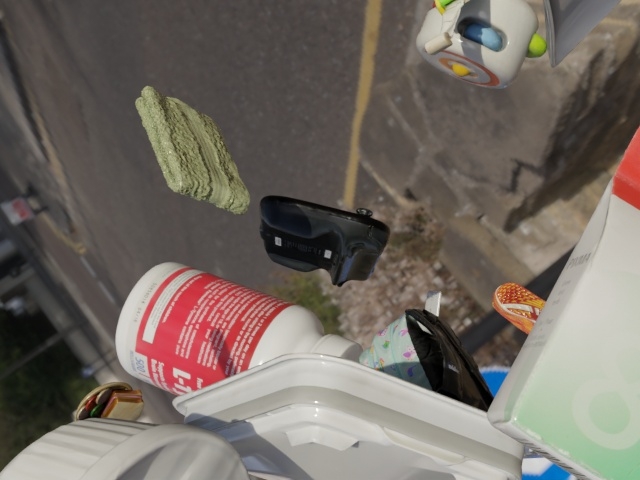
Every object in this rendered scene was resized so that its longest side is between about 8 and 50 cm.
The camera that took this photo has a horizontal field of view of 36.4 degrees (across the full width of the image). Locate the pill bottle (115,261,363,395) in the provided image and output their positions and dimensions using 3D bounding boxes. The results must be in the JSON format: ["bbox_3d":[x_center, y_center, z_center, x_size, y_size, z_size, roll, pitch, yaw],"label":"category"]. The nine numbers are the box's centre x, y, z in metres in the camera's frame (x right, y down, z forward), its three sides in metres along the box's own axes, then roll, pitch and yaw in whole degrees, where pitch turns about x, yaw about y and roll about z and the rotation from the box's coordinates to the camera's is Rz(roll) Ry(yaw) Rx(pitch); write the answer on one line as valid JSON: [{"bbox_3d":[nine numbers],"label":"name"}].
[{"bbox_3d":[-0.140,0.199,1.730,0.407,0.229,0.229,18,146,24],"label":"pill bottle"}]

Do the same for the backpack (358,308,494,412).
[{"bbox_3d":[0.128,0.171,1.162,0.152,0.115,0.182,27,-150,-51],"label":"backpack"}]

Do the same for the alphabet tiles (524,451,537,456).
[{"bbox_3d":[0.334,0.228,1.089,0.284,0.278,0.021,21,-117,-59],"label":"alphabet tiles"}]

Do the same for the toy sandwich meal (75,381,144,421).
[{"bbox_3d":[-0.254,0.205,1.171,0.029,0.085,0.085,46,161,31],"label":"toy sandwich meal"}]

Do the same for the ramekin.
[{"bbox_3d":[-0.183,0.275,0.826,0.127,0.273,0.273,12,140,31],"label":"ramekin"}]

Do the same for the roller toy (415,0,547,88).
[{"bbox_3d":[0.269,-0.356,1.706,0.209,0.146,0.191,22,176,42],"label":"roller toy"}]

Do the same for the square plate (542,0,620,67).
[{"bbox_3d":[0.471,-0.479,1.566,0.049,0.347,0.344,43,-179,22],"label":"square plate"}]

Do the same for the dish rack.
[{"bbox_3d":[0.020,0.211,0.973,0.285,0.072,0.333,25,151,-22],"label":"dish rack"}]

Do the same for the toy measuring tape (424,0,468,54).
[{"bbox_3d":[0.187,-0.410,1.510,0.121,0.330,0.121,11,132,12],"label":"toy measuring tape"}]

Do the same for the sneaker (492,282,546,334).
[{"bbox_3d":[0.339,0.126,1.470,0.175,0.064,0.067,41,169,15],"label":"sneaker"}]

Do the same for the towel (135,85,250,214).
[{"bbox_3d":[-0.132,-0.095,1.015,0.110,0.027,0.148,19,-143,-45],"label":"towel"}]

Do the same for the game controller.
[{"bbox_3d":[0.000,0.000,1.307,0.166,0.067,0.319,23,169,2],"label":"game controller"}]

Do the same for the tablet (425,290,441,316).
[{"bbox_3d":[0.191,0.112,1.659,0.083,0.006,0.054,160,117,-82],"label":"tablet"}]

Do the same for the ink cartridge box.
[{"bbox_3d":[0.213,0.039,0.485,0.181,0.225,0.056,31,172,-2],"label":"ink cartridge box"}]
